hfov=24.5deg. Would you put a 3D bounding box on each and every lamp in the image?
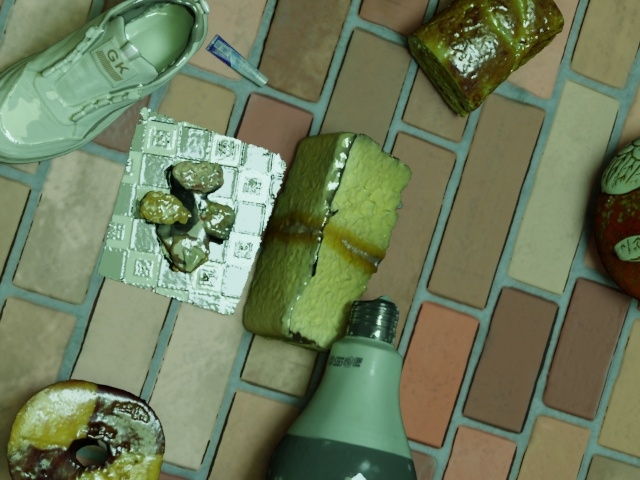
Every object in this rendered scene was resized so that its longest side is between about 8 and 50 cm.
[{"bbox_3d":[0.020,0.230,1.779,0.182,0.182,0.313,1,73,-18],"label":"lamp"}]

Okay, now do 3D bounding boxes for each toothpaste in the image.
[{"bbox_3d":[-0.100,-0.218,1.798,0.083,0.015,0.024,36,82,-10],"label":"toothpaste"}]

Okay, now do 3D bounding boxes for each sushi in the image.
[{"bbox_3d":[-0.152,-0.033,1.764,0.193,0.040,0.210,18,86,-14],"label":"sushi"}]

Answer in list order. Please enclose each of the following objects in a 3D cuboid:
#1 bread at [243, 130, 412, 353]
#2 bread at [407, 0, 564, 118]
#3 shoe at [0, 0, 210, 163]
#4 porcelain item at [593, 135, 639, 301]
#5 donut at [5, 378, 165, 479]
[{"bbox_3d":[0.000,0.000,1.792,0.142,0.178,0.266,15,83,14],"label":"bread"},{"bbox_3d":[0.210,-0.256,1.851,0.172,0.103,0.132,-40,99,-11],"label":"bread"},{"bbox_3d":[-0.247,-0.195,1.677,0.316,0.159,0.124,-39,103,-16],"label":"shoe"},{"bbox_3d":[0.480,-0.029,1.879,0.253,0.253,0.252,0,91,-18],"label":"porcelain item"},{"bbox_3d":[-0.277,0.242,1.719,0.184,0.073,0.166,2,90,-19],"label":"donut"}]
